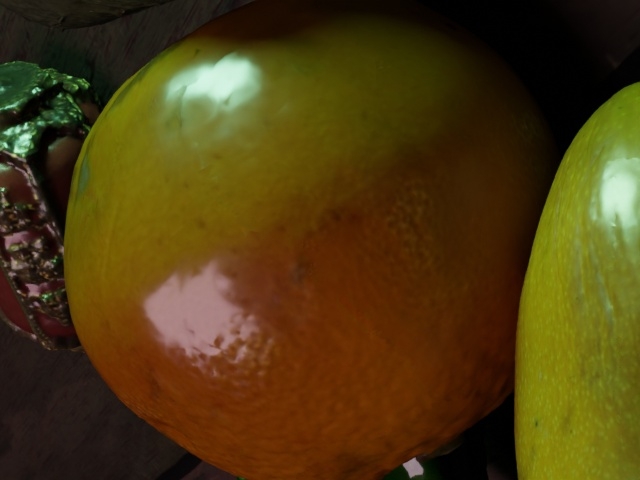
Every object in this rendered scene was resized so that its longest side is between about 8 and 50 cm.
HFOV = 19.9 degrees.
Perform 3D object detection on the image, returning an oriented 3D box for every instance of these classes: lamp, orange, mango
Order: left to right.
[{"bbox_3d":[-0.243,-0.026,1.631,0.177,0.177,0.274,22,143,47],"label":"lamp"},{"bbox_3d":[0.000,0.000,1.084,0.312,0.312,0.312,39,152,26],"label":"orange"},{"bbox_3d":[0.171,0.079,0.922,0.144,0.359,0.187,7,160,-2],"label":"mango"}]

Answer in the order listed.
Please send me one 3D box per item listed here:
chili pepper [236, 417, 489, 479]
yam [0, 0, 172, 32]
[{"bbox_3d":[0.048,0.144,1.320,0.167,0.213,0.385,-20,101,51],"label":"chili pepper"},{"bbox_3d":[-0.105,-0.233,1.094,0.195,0.195,0.300,60,154,-15],"label":"yam"}]
